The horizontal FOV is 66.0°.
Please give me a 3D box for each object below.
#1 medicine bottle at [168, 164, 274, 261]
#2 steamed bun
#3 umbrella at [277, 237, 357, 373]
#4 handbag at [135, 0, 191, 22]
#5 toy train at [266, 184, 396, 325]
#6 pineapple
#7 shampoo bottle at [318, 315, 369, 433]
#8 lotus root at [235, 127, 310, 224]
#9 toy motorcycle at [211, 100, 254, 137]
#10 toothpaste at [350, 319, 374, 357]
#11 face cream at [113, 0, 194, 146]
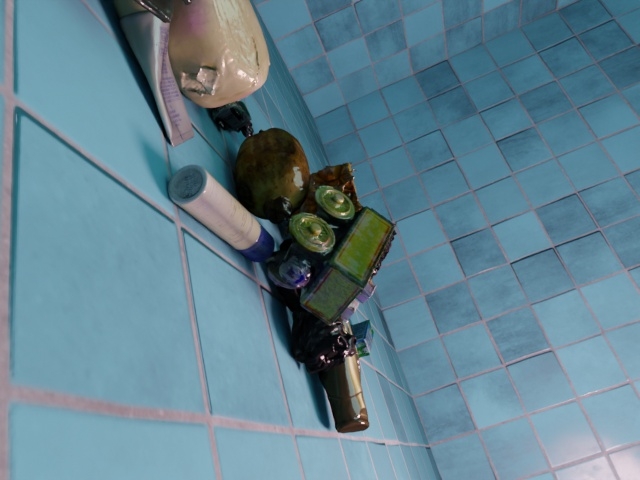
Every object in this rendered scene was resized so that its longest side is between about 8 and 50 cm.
[{"bbox_3d":[-0.135,-0.030,0.725,0.231,0.059,0.059,52,18,-62],"label":"medicine bottle"},{"bbox_3d":[-0.194,-0.330,0.804,0.152,0.170,0.239,-75,148,-42],"label":"steamed bun"},{"bbox_3d":[-0.026,0.108,0.926,0.110,0.122,0.272,-58,-138,43],"label":"umbrella"},{"bbox_3d":[-0.266,-0.409,0.570,0.260,0.079,0.247,24,41,-51],"label":"handbag"},{"bbox_3d":[0.020,0.017,0.876,0.177,0.134,0.261,35,39,-1],"label":"toy train"},{"bbox_3d":[0.001,0.003,1.155,0.344,0.209,0.286,79,2,-79],"label":"pineapple"},{"bbox_3d":[0.023,0.205,0.992,0.125,0.084,0.350,108,-27,-50],"label":"shampoo bottle"},{"bbox_3d":[-0.090,-0.121,0.936,0.128,0.145,0.260,51,16,-42],"label":"lotus root"},{"bbox_3d":[-0.185,-0.268,1.018,0.100,0.058,0.173,63,10,8],"label":"toy motorcycle"},{"bbox_3d":[0.118,0.290,1.460,0.266,0.065,0.050,-18,86,-82],"label":"toothpaste"},{"bbox_3d":[-0.235,-0.252,0.713,0.114,0.070,0.224,-84,163,-70],"label":"face cream"}]
